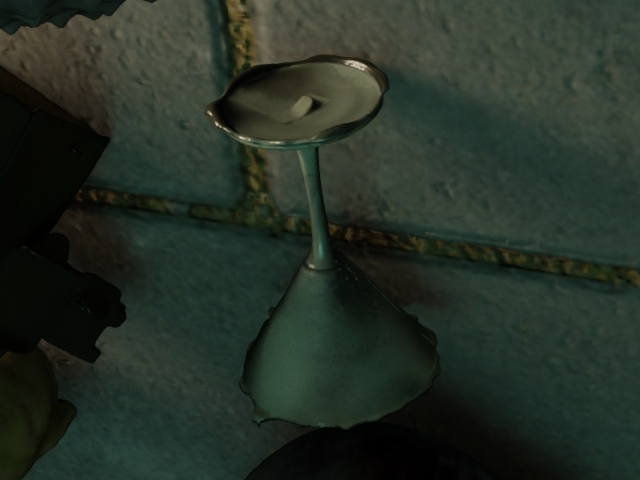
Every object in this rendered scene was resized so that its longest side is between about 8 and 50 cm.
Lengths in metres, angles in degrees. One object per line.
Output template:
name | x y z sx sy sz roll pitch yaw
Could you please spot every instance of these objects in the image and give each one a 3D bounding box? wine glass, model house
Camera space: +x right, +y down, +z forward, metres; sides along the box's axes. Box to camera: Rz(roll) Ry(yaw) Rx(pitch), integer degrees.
wine glass | 0.000 0.000 0.917 0.122 0.122 0.183 6 127 20
model house | -0.227 -0.005 0.988 0.243 0.211 0.204 31 -175 -41

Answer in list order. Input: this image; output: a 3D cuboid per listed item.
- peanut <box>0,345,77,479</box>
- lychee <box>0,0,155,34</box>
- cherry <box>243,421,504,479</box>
peanut | -0.306 0.109 1.122 0.291 0.143 0.159 15 122 16
lychee | -0.150 -0.219 0.690 0.300 0.300 0.300 13 131 15
cherry | 0.040 0.238 1.021 0.255 0.218 0.296 29 139 -9
